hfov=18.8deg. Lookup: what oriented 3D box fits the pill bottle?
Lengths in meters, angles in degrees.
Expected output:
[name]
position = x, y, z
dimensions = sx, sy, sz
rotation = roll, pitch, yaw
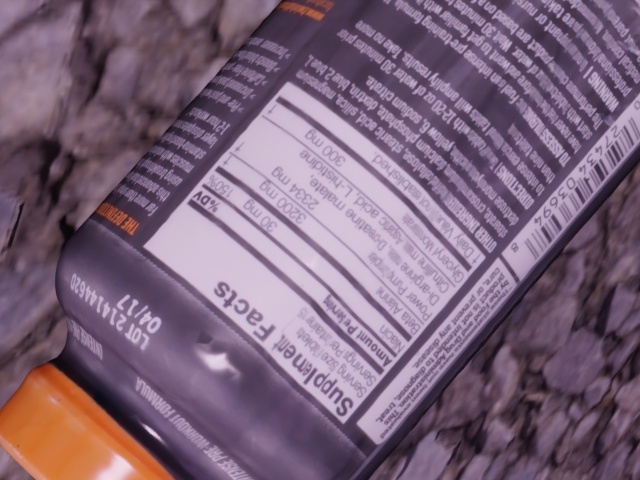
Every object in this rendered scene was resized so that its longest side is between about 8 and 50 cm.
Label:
[pill bottle]
position = 0.000, 0.000, 0.653
dimensions = 0.246, 0.130, 0.130
rotation = -48, 145, -7
